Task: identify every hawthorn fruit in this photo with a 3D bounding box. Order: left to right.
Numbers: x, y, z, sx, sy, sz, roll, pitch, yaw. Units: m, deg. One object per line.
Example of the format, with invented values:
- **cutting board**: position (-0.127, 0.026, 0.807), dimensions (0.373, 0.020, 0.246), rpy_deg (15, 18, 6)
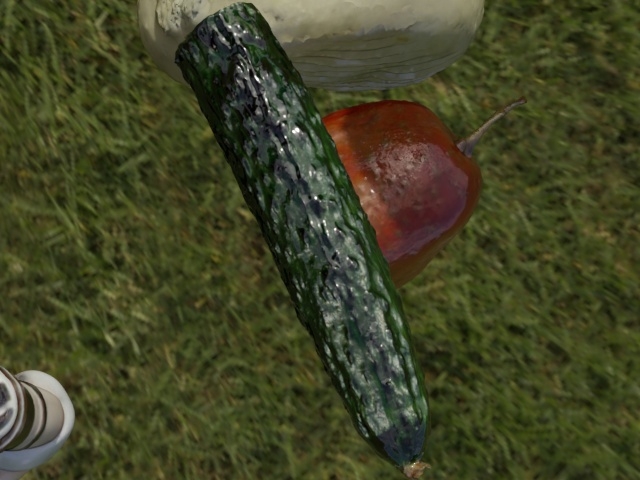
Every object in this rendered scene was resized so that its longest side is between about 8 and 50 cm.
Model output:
- **hawthorn fruit**: position (0.066, -0.048, 1.025), dimensions (0.203, 0.162, 0.162), rpy_deg (-28, 119, 24)

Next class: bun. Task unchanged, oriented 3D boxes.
- **bun**: position (-0.006, -0.253, 1.245), dimensions (0.326, 0.362, 0.234), rpy_deg (1, 95, 3)

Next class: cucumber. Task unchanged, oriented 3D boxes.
- **cucumber**: position (0.000, 0.000, 0.762), dimensions (0.067, 0.067, 0.293), rpy_deg (-24, 81, -12)

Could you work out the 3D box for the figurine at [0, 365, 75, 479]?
- **figurine**: position (-0.358, 0.075, 1.125), dimensions (0.196, 0.320, 0.323), rpy_deg (-27, 77, -43)
